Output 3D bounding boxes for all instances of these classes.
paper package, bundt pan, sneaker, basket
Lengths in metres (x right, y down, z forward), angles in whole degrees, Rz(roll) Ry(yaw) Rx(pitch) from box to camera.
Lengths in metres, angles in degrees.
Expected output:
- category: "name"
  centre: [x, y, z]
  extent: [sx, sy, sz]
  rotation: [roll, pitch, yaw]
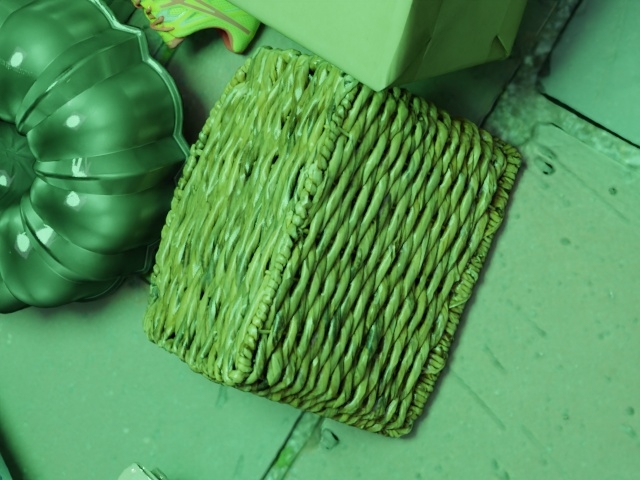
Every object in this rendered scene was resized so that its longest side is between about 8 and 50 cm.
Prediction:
- category: "paper package"
  centre: [0.024, -0.324, 1.037]
  extent: [0.325, 0.168, 0.310]
  rotation: [36, 127, 32]
- category: "bundt pan"
  centre: [-0.293, -0.079, 1.206]
  extent: [0.330, 0.124, 0.331]
  rotation: [4, 105, 14]
- category: "sneaker"
  centre: [-0.148, -0.232, 1.228]
  extent: [0.208, 0.081, 0.094]
  rotation: [14, 103, -17]
- category: "basket"
  centre: [0.000, 0.000, 1.174]
  extent: [0.213, 0.223, 0.299]
  rotation: [19, 88, 53]

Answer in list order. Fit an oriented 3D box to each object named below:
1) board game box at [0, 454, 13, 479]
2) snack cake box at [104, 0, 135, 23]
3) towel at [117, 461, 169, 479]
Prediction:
- category: "board game box"
  centre: [-0.427, 0.305, 1.245]
  extent: [0.318, 0.066, 0.319]
  rotation: [-40, 66, 18]
- category: "snack cake box"
  centre: [-0.330, -0.277, 1.328]
  extent: [0.264, 0.089, 0.152]
  rotation: [37, 95, 19]
- category: "towel"
  centre: [-0.137, 0.419, 1.160]
  extent: [0.317, 0.053, 0.332]
  rotation: [39, 103, 19]
